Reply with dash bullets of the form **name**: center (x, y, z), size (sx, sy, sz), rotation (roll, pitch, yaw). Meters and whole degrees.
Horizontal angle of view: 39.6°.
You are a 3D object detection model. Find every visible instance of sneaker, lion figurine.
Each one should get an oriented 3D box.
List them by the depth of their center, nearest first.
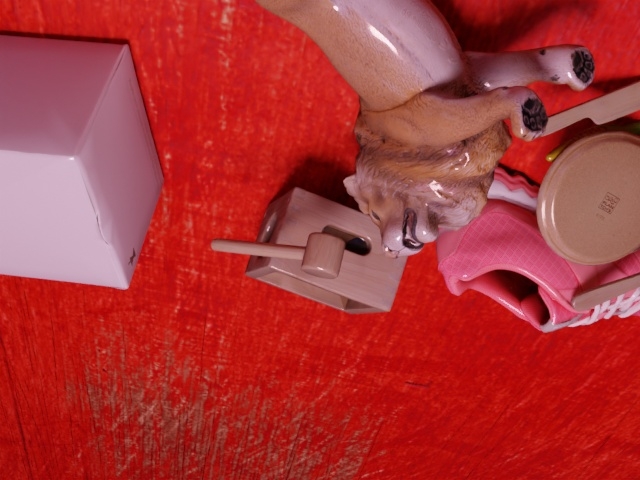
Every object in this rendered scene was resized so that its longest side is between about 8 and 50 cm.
- **lion figurine**: center (0.042, -0.158, 0.684), size (0.240, 0.142, 0.392), rotation (-2, 131, 52)
- **sneaker**: center (0.246, 0.043, 0.866), size (0.314, 0.136, 0.116), rotation (18, 142, -8)

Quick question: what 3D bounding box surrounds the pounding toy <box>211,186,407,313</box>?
- **pounding toy**: center (-0.007, -0.004, 0.851), size (0.181, 0.094, 0.206), rotation (21, 169, -12)

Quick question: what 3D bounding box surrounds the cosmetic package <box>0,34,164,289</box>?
- **cosmetic package**: center (-0.355, -0.080, 0.843), size (0.365, 0.155, 0.197), rotation (6, 142, 6)

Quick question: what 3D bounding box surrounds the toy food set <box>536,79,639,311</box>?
- **toy food set**: center (0.249, -0.039, 0.785), size (0.132, 0.038, 0.192), rotation (-19, 112, -6)
